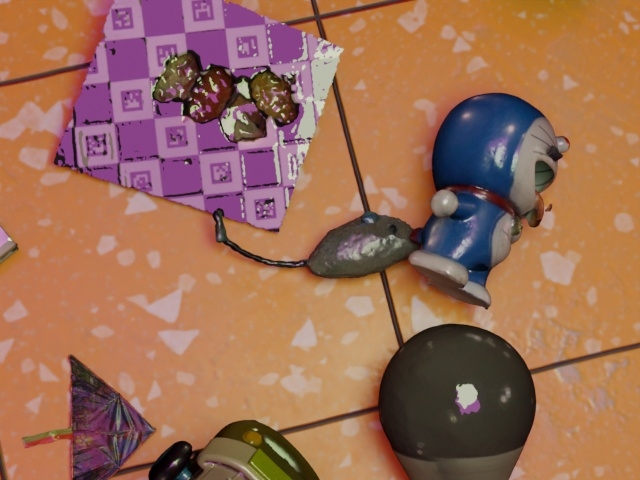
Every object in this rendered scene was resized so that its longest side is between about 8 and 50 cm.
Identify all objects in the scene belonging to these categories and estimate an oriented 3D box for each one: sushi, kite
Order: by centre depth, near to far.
[{"bbox_3d":[-0.275,0.230,1.694,0.159,0.010,0.190,0,78,-3],"label":"kite"},{"bbox_3d":[-0.147,-0.171,1.759,0.290,0.050,0.264,19,93,-3],"label":"sushi"}]

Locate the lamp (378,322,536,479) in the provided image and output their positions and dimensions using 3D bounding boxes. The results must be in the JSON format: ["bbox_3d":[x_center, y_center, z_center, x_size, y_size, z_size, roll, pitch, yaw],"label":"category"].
[{"bbox_3d":[0.143,0.251,1.659,0.182,0.182,0.314,13,98,-2],"label":"lamp"}]

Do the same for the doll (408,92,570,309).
[{"bbox_3d":[0.197,-0.052,1.692,0.161,0.215,0.257,11,75,23],"label":"doll"}]

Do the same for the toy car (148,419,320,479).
[{"bbox_3d":[-0.103,0.304,1.611,0.204,0.198,0.248,43,117,-1],"label":"toy car"}]

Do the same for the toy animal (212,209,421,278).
[{"bbox_3d":[-0.004,0.009,1.729,0.253,0.070,0.079,-1,65,-2],"label":"toy animal"}]

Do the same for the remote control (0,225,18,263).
[{"bbox_3d":[-0.489,-0.065,1.709,0.103,0.055,0.277,-40,86,-10],"label":"remote control"}]
